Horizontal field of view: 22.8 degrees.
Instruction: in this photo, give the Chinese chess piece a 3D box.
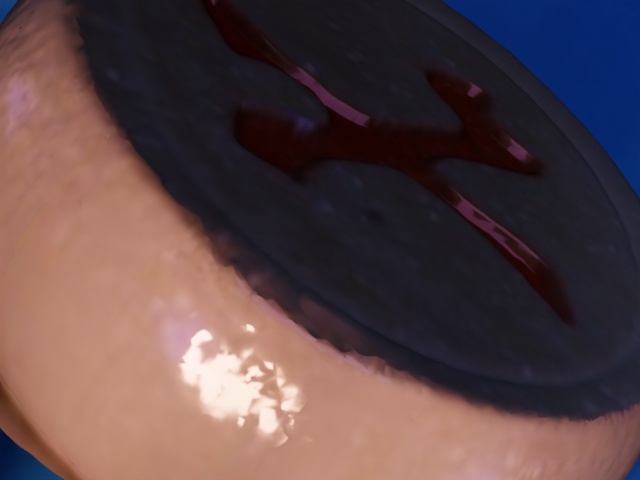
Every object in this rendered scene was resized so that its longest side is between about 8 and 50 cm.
[{"bbox_3d":[0.000,0.000,0.710,0.338,0.140,0.338,24,36,-19],"label":"Chinese chess piece"}]
